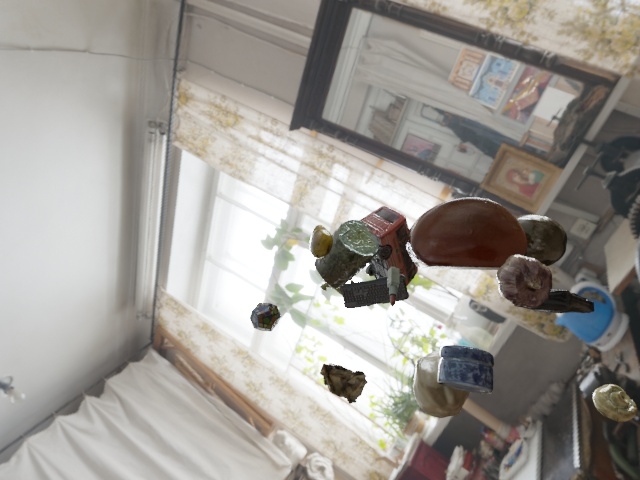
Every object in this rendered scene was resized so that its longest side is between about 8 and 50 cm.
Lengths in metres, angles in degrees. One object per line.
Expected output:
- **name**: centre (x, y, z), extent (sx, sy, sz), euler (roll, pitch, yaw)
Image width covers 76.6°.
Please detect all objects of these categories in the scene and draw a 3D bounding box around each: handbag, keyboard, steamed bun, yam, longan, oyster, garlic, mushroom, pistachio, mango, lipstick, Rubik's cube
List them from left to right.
- **Rubik's cube**: centre (-0.195, 0.271, 1.435), extent (0.111, 0.111, 0.093), euler (81, -165, -64)
- **mango**: centre (0.000, 0.000, 1.466), extent (0.160, 0.076, 0.103), euler (-98, 26, -56)
- **yam**: centre (0.093, 0.068, 1.785), extent (0.202, 0.202, 0.271), euler (-3, -38, -34)
- **oyster**: centre (0.082, 0.512, 1.503), extent (0.128, 0.079, 0.345), euler (-50, -44, -5)
- **keyboard**: centre (0.205, 0.201, 1.564), extent (0.016, 0.263, 0.106), euler (-27, -77, -69)
- **lipstick**: centre (0.220, 0.142, 1.222), extent (0.030, 0.030, 0.129), euler (117, 165, -52)
- **pistachio**: centre (0.451, 0.526, 1.520), extent (0.207, 0.226, 0.332), euler (-51, -11, 23)
- **steamed bun**: centre (0.495, -0.023, 1.413), extent (0.235, 0.381, 0.247), euler (53, -141, -82)
- **garlic**: centre (0.577, 0.117, 1.141), extent (0.147, 0.159, 0.102), euler (-32, 7, 9)
- **longan**: centre (0.835, 0.006, 1.611), extent (0.248, 0.249, 0.248), euler (-53, -19, -27)
- **handbag**: centre (0.948, 0.261, 1.659), extent (0.223, 0.247, 0.080), euler (20, -107, -31)
- **mushroom**: centre (1.127, 0.622, 1.552), extent (0.148, 0.148, 0.112), euler (-47, -14, -40)

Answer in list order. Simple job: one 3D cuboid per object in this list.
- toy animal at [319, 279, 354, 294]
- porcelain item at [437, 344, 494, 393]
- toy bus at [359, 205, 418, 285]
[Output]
- **toy animal**: centre (0.101, 0.243, 2.159), extent (0.136, 0.182, 0.073), euler (-59, -13, 5)
- **porcelain item**: centre (0.408, 0.358, 1.137), extent (0.147, 0.148, 0.114), euler (76, -156, -66)
- **toy bus**: centre (0.335, 0.052, 1.990), extent (0.233, 0.203, 0.426), euler (-37, -48, -15)
